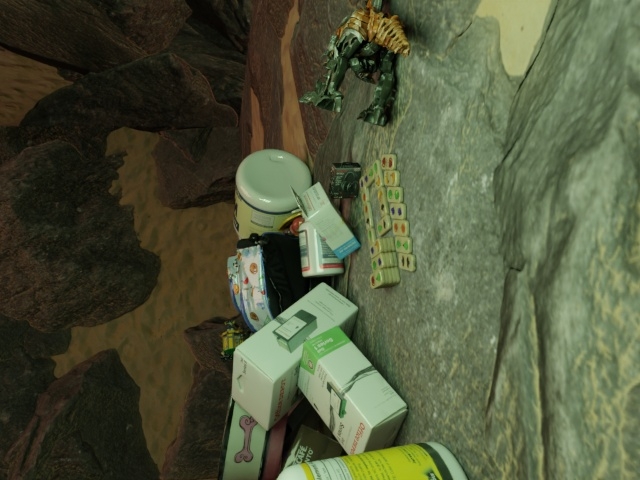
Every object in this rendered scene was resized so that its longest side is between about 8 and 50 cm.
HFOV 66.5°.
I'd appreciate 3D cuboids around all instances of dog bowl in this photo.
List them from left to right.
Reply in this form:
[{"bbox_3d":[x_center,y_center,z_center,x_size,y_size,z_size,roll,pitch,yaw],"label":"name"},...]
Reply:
[{"bbox_3d":[-0.167,0.464,1.343,0.408,0.150,0.408,-170,90,-87],"label":"dog bowl"}]

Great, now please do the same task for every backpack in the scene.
[{"bbox_3d":[-0.117,0.124,1.309,0.213,0.276,0.264,-22,72,38],"label":"backpack"}]

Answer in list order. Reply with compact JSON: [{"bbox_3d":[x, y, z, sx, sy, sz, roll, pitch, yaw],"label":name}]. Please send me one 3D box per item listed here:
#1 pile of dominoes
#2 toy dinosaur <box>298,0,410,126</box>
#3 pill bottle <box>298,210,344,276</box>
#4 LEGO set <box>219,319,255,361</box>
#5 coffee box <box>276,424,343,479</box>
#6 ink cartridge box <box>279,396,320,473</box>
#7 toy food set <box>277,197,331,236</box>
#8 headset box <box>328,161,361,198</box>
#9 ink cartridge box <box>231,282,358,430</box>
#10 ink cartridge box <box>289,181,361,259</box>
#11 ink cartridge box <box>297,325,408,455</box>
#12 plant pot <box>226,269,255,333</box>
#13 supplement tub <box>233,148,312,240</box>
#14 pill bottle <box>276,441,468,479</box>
[{"bbox_3d":[0.110,-0.037,0.941,0.196,0.040,0.251,128,136,-69],"label":"pile of dominoes"},{"bbox_3d":[0.069,-0.326,0.850,0.322,0.164,0.219,-63,-9,-76],"label":"toy dinosaur"},{"bbox_3d":[0.000,0.000,1.241,0.108,0.107,0.180,149,117,-74],"label":"pill bottle"},{"bbox_3d":[-0.202,0.310,1.755,0.255,0.331,0.192,71,-171,-61],"label":"LEGO set"},{"bbox_3d":[-0.043,0.604,1.259,0.297,0.118,0.168,103,-167,-57],"label":"coffee box"},{"bbox_3d":[-0.073,0.589,1.497,0.045,0.224,0.223,24,128,22],"label":"ink cartridge box"},{"bbox_3d":[-0.041,-0.039,1.387,0.071,0.128,0.218,68,159,7],"label":"toy food set"},{"bbox_3d":[0.055,-0.137,1.088,0.032,0.062,0.083,-115,27,-55],"label":"headset box"},{"bbox_3d":[-0.058,0.267,1.141,0.121,0.289,0.211,34,137,25],"label":"ink cartridge box"},{"bbox_3d":[0.011,-0.056,1.091,0.181,0.061,0.104,51,-172,-36],"label":"ink cartridge box"},{"bbox_3d":[0.055,0.309,0.976,0.219,0.092,0.160,45,142,36],"label":"ink cartridge box"},{"bbox_3d":[-0.135,0.180,1.558,0.272,0.272,0.265,103,150,-48],"label":"plant pot"},{"bbox_3d":[-0.164,-0.111,1.597,0.325,0.235,0.236,108,154,-54],"label":"supplement tub"},{"bbox_3d":[0.043,0.415,0.709,0.188,0.333,0.188,176,90,-76],"label":"pill bottle"}]
